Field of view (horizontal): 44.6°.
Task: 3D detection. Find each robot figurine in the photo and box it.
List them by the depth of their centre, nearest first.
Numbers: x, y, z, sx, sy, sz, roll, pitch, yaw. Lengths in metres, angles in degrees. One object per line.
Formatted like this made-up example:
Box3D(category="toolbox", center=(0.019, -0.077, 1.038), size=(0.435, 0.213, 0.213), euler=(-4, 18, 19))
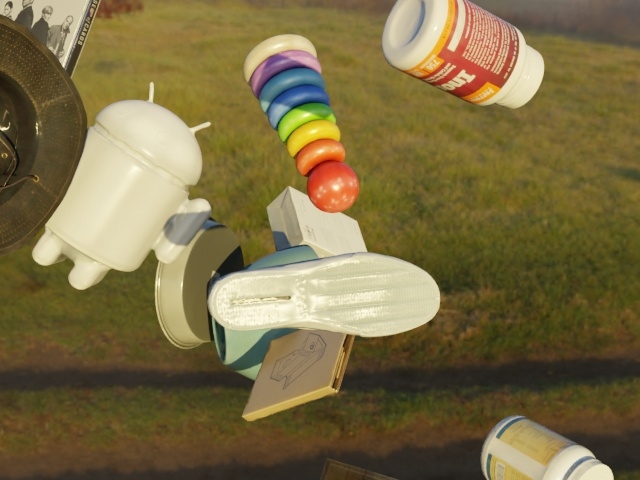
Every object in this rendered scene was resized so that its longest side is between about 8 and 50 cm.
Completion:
Box3D(category="robot figurine", center=(-0.337, -0.090, 1.320), size=(0.300, 0.353, 0.200), euler=(35, 1, -8))

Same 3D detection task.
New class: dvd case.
Box3D(category="dvd case", center=(-0.437, -0.373, 1.243), size=(0.179, 0.238, 0.029), euler=(21, 0, 22))

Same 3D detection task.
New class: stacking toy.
Box3D(category="stacking toy", center=(-0.026, -0.194, 1.363), size=(0.141, 0.330, 0.141), euler=(-17, -24, -8))

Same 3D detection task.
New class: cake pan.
Box3D(category="cake pan", center=(-0.247, 0.089, 1.669), size=(0.054, 0.293, 0.293), euler=(5, 15, 24))

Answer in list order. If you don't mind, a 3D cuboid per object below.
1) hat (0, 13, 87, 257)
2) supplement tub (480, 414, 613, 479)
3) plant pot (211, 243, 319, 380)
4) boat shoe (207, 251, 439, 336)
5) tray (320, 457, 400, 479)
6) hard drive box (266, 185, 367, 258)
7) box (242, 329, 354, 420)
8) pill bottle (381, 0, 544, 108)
Box3D(category="hat", center=(-0.487, -0.141, 1.076), size=(0.134, 0.331, 0.331), euler=(5, 14, 33))
Box3D(category="supplement tub", center=(0.406, 0.417, 1.408), size=(0.144, 0.144, 0.200), euler=(-8, 17, -33))
Box3D(category="plant pot", center=(-0.105, 0.162, 1.538), size=(0.195, 0.290, 0.290), euler=(-7, 17, -18))
Box3D(category="boat shoe", center=(0.002, 0.049, 0.777), size=(0.226, 0.083, 0.076), euler=(3, 4, -10))
Box3D(category="tray", center=(0.052, 0.781, 1.961), size=(0.203, 0.411, 0.076), euler=(13, -26, 14))
Box3D(category="hard drive box", center=(0.000, 0.000, 1.837), size=(0.232, 0.089, 0.181), euler=(25, 34, -36))
Box3D(category="box", center=(-0.031, 0.200, 1.260), size=(0.201, 0.021, 0.164), euler=(-27, 29, 37))
Box3D(category="pill bottle", center=(0.142, -0.183, 0.757), size=(0.152, 0.086, 0.086), euler=(16, 7, -30))
